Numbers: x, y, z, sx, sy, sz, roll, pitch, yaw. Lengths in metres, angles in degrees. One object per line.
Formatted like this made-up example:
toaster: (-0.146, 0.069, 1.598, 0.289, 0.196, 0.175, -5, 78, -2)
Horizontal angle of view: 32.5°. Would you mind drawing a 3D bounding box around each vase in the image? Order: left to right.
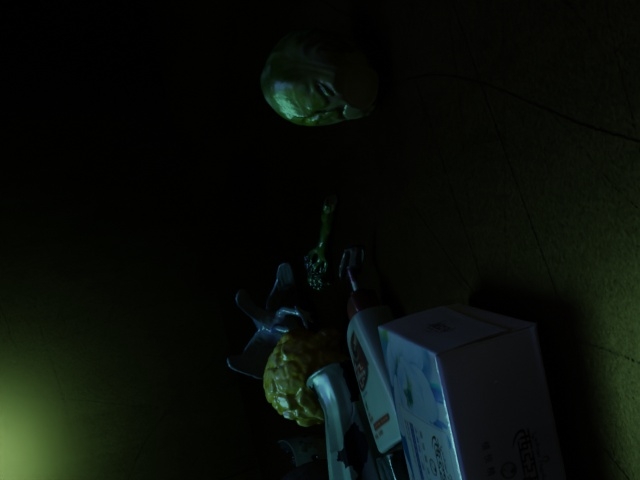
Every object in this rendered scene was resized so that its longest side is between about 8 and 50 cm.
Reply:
vase: (0.077, 0.361, 1.635, 0.165, 0.165, 0.360, 99, 159, -60)

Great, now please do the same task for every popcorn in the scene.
popcorn: (-0.014, 0.225, 1.835, 0.170, 0.180, 0.180, -119, 19, -45)

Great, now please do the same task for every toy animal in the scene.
toy animal: (-0.089, 0.179, 2.139, 0.255, 0.239, 0.176, 39, 147, -23)

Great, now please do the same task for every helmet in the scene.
helmet: (0.002, 0.447, 2.146, 0.177, 0.107, 0.153, 62, 176, -38)

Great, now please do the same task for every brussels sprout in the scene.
brussels sprout: (-0.002, -0.206, 1.371, 0.155, 0.155, 0.117, -135, 34, -67)

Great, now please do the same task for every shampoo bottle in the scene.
shampoo bottle: (0.080, 0.152, 1.546, 0.153, 0.071, 0.284, 111, 142, -66)

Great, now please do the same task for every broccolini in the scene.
broccolini: (-0.004, 0.006, 1.810, 0.071, 0.057, 0.254, 27, 153, 13)

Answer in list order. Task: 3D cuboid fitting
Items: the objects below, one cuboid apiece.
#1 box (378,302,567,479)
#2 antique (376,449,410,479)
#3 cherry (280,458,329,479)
box: (0.163, 0.218, 1.150, 0.203, 0.116, 0.274, -166, 63, -75)
antique: (0.146, 0.363, 1.453, 0.088, 0.086, 0.183, 122, 133, -74)
cherry: (0.010, 0.500, 1.836, 0.307, 0.261, 0.221, 13, 140, 48)
